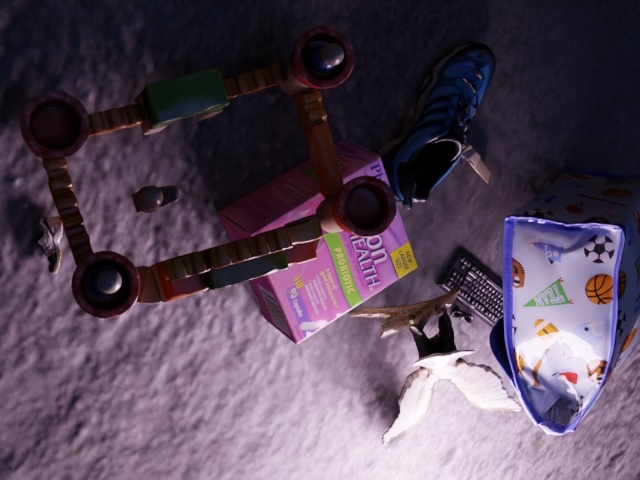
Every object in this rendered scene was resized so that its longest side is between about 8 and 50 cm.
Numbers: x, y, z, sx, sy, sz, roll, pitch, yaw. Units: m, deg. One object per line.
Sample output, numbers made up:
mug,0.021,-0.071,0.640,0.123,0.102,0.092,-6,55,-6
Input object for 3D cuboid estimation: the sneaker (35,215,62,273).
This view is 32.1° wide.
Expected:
sneaker,-0.383,0.006,1.567,0.036,0.032,0.083,0,103,-17

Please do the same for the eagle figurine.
eagle figurine,0.207,0.231,1.908,0.225,0.226,0.298,-34,119,-40

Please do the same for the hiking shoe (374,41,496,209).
hiking shoe,0.204,-0.179,1.780,0.113,0.132,0.304,35,86,-33

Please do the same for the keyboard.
keyboard,0.280,0.103,2.001,0.180,0.023,0.108,36,88,-34

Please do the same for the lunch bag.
lunch bag,0.444,0.100,1.911,0.328,0.238,0.386,-33,124,-54

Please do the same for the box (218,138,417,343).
box,0.000,0.000,1.737,0.243,0.117,0.214,-31,121,-18

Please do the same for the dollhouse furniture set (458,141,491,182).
dollhouse furniture set,0.240,-0.111,1.870,0.081,0.091,0.114,-42,128,7

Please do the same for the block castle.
block castle,-0.146,-0.088,1.483,0.453,0.213,0.303,-17,92,-18
